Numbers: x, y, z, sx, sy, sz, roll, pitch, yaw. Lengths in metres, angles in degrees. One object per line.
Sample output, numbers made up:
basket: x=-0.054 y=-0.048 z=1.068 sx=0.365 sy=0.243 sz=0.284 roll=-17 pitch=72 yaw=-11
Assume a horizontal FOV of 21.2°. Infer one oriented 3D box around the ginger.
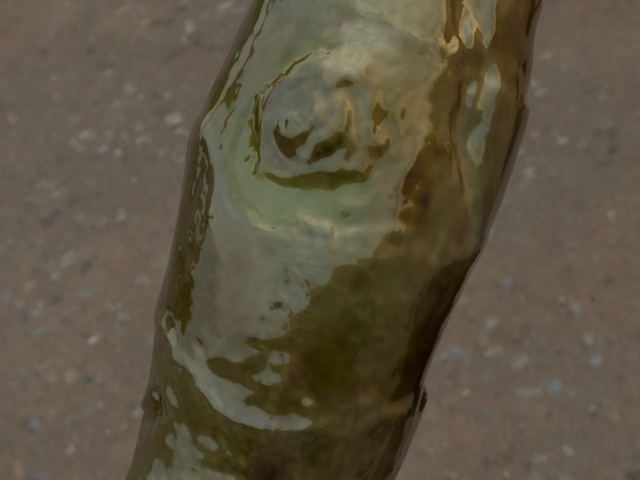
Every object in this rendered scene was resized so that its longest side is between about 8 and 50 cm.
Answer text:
ginger: x=0.000 y=0.000 z=0.569 sx=0.116 sy=0.109 sz=0.263 roll=30 pitch=102 yaw=62
